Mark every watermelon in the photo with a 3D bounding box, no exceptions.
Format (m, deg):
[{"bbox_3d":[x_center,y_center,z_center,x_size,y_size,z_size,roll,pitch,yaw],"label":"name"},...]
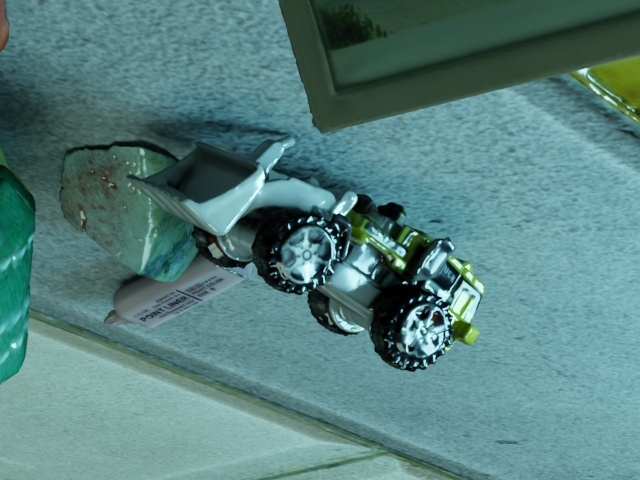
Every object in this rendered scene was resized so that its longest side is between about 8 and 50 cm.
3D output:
[{"bbox_3d":[-0.142,-0.014,1.115,0.094,0.081,0.180,20,159,34],"label":"watermelon"}]

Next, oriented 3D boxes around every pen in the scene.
[{"bbox_3d":[-0.138,0.047,1.255,0.053,0.032,0.197,24,148,-33],"label":"pen"}]

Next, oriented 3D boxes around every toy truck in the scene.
[{"bbox_3d":[0.000,0.000,1.040,0.286,0.111,0.136,33,174,-31],"label":"toy truck"}]

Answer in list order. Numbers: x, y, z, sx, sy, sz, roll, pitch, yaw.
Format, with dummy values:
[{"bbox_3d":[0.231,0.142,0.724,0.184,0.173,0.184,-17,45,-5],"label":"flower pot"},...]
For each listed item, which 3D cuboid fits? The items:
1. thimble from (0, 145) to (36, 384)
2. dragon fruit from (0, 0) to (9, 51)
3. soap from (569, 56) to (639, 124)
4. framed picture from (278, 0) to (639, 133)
[{"bbox_3d":[-0.344,0.016,0.969,0.288,0.254,0.167,4,113,-7],"label":"thimble"},{"bbox_3d":[-0.325,-0.088,0.825,0.317,0.152,0.205,12,166,16],"label":"dragon fruit"},{"bbox_3d":[0.279,-0.133,0.653,0.293,0.156,0.335,-22,143,39],"label":"soap"},{"bbox_3d":[0.093,-0.182,0.539,0.315,0.232,0.024,-11,-170,38],"label":"framed picture"}]
